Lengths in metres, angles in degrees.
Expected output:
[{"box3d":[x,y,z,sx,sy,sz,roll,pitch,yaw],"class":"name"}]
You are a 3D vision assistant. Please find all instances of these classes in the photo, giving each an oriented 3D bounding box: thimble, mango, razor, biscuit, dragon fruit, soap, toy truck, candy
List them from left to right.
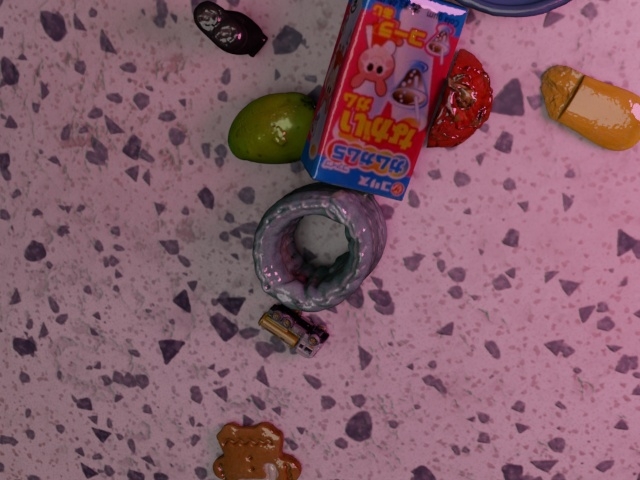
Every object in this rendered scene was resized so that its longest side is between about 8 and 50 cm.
[{"box3d":[-0.142,-0.332,1.212,0.090,0.148,0.054,45,106,2],"class":"razor"},{"box3d":[-0.122,0.470,1.499,0.184,0.035,0.248,-3,105,19],"class":"biscuit"},{"box3d":[-0.078,-0.179,1.262,0.178,0.100,0.119,-15,103,29],"class":"mango"},{"box3d":[-0.049,0.160,1.376,0.123,0.052,0.062,33,117,7],"class":"toy truck"},{"box3d":[0.000,0.000,1.265,0.198,0.143,0.235,41,111,3],"class":"thimble"},{"box3d":[0.090,-0.226,1.160,0.157,0.100,0.305,13,110,-17],"class":"candy"},{"box3d":[0.215,-0.198,1.159,0.083,0.106,0.162,24,110,7],"class":"dragon fruit"},{"box3d":[0.400,-0.195,1.138,0.169,0.033,0.089,25,109,10],"class":"soap"}]

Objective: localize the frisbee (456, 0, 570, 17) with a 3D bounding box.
[{"box3d":[0.280,-0.459,1.085,0.290,0.049,0.289,1,96,10],"class":"frisbee"}]
